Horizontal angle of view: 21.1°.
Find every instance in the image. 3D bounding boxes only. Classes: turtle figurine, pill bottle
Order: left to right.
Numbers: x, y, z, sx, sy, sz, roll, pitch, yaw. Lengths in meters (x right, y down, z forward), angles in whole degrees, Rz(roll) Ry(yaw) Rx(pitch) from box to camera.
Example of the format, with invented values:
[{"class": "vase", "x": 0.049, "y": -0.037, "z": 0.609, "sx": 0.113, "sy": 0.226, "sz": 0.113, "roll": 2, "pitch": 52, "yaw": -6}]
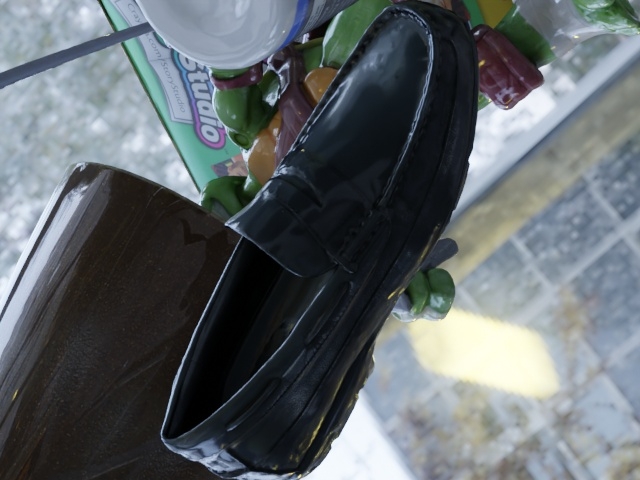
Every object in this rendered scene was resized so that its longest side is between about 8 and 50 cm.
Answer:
[{"class": "pill bottle", "x": -0.006, "y": -0.126, "z": 0.667, "sx": 0.078, "sy": 0.078, "sz": 0.137, "roll": 49, "pitch": -134, "yaw": 4}, {"class": "turtle figurine", "x": 0.017, "y": -0.063, "z": 0.862, "sx": 0.198, "sy": 0.266, "sz": 0.275, "roll": 54, "pitch": -160, "yaw": 23}]

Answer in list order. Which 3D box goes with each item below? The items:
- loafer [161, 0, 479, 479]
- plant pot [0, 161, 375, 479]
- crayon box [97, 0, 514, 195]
[{"class": "loafer", "x": 0.000, "y": 0.000, "z": 0.731, "sx": 0.078, "sy": 0.223, "sz": 0.076, "roll": 17, "pitch": -171, "yaw": -44}, {"class": "plant pot", "x": -0.119, "y": 0.111, "z": 0.975, "sx": 0.215, "sy": 0.215, "sz": 0.230, "roll": 37, "pitch": -108, "yaw": -15}, {"class": "crayon box", "x": -0.016, "y": -0.212, "z": 1.285, "sx": 0.313, "sy": 0.106, "sz": 0.363, "roll": -46, "pitch": -60, "yaw": -37}]
